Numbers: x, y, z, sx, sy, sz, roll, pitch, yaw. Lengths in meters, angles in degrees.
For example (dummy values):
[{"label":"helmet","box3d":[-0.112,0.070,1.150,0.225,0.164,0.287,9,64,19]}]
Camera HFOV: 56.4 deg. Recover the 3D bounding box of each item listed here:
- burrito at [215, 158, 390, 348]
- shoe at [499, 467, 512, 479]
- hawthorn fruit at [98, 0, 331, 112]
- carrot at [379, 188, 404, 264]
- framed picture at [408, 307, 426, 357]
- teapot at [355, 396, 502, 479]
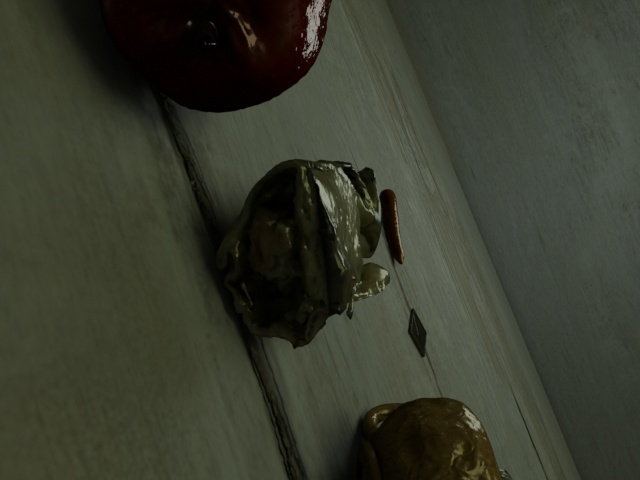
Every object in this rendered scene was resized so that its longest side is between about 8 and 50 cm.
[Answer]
[{"label":"burrito","box3d":[-0.001,0.003,0.741,0.332,0.135,0.190,-17,93,-72]},{"label":"shoe","box3d":[0.314,0.500,1.075,0.106,0.092,0.207,-53,124,-41]},{"label":"hawthorn fruit","box3d":[-0.096,-0.249,0.598,0.254,0.254,0.300,53,13,-32]},{"label":"carrot","box3d":[0.154,-0.030,1.283,0.037,0.037,0.190,40,37,-49]},{"label":"framed picture","box3d":[0.196,0.183,1.198,0.066,0.007,0.089,60,22,-17]},{"label":"teapot","box3d":[0.102,0.283,0.696,0.311,0.167,0.203,-107,-165,-69]}]
